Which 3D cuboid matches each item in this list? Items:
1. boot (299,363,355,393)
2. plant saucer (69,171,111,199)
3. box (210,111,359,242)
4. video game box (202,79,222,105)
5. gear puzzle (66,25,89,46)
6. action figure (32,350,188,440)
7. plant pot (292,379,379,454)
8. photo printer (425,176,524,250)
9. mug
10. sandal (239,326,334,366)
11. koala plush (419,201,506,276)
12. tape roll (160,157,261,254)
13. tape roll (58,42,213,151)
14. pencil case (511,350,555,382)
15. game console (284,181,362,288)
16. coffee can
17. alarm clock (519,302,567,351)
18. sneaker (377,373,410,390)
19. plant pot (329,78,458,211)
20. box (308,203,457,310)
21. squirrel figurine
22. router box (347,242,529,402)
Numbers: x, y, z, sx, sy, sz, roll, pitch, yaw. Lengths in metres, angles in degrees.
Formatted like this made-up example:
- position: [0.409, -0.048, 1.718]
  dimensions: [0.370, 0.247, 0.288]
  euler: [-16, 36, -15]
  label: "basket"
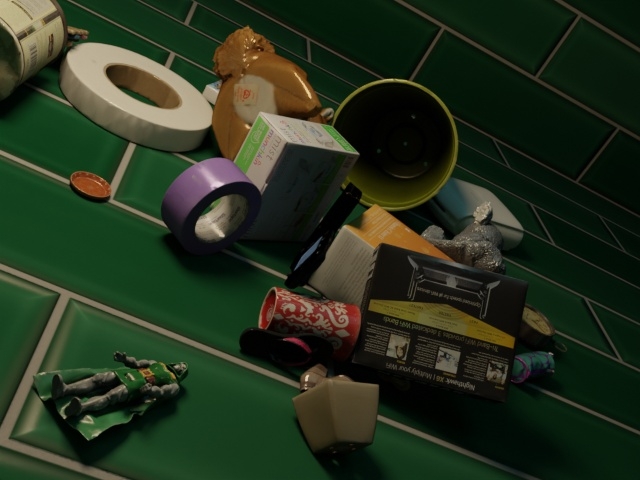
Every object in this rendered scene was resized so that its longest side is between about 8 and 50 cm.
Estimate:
- position: [0.016, 0.272, 1.383]
  dimensions: [0.118, 0.042, 0.087]
  euler: [31, 32, 0]
  label: "boot"
- position: [-0.460, -0.108, 1.547]
  dimensions: [0.084, 0.013, 0.083]
  euler: [25, 27, -14]
  label: "plant saucer"
- position: [-0.080, -0.131, 1.731]
  dimensions: [0.231, 0.262, 0.126]
  euler: [2, 38, -45]
  label: "box"
- position: [-0.226, -0.406, 2.305]
  dimensions: [0.205, 0.048, 0.187]
  euler: [34, 24, 3]
  label: "video game box"
- position: [-0.746, -0.527, 1.871]
  dimensions: [0.339, 0.044, 0.175]
  euler: [13, 13, -7]
  label: "gear puzzle"
- position: [-0.281, 0.210, 1.133]
  dimensions: [0.137, 0.063, 0.232]
  euler: [42, 23, 26]
  label: "action figure"
- position: [0.031, 0.295, 1.273]
  dimensions: [0.109, 0.109, 0.096]
  euler: [13, 56, -35]
  label: "plant pot"
- position: [0.470, -0.097, 2.468]
  dimensions: [0.308, 0.107, 0.256]
  euler: [14, 31, -34]
  label: "photo printer"
- position: [-0.031, 0.161, 1.482]
  dimensions: [0.169, 0.150, 0.113]
  euler: [18, 65, -19]
  label: "mug"
- position: [-0.058, 0.198, 1.392]
  dimensions: [0.179, 0.067, 0.040]
  euler: [12, 16, -22]
  label: "sandal"
- position: [0.374, 0.028, 1.860]
  dimensions: [0.203, 0.196, 0.221]
  euler: [0, 28, 35]
  label: "koala plush"
- position: [-0.217, -0.066, 1.543]
  dimensions: [0.189, 0.189, 0.080]
  euler: [-2, 40, -50]
  label: "tape roll"
- position: [-0.457, -0.362, 1.938]
  dimensions: [0.392, 0.072, 0.392]
  euler: [25, 27, -14]
  label: "tape roll"
- position: [0.500, 0.301, 1.842]
  dimensions: [0.152, 0.064, 0.070]
  euler: [1, 20, -47]
  label: "pencil case"
- position: [0.000, 0.000, 1.590]
  dimensions: [0.044, 0.213, 0.361]
  euler: [35, 16, -3]
  label: "game console"
- position: [-0.683, -0.428, 1.648]
  dimensions: [0.202, 0.201, 0.275]
  euler: [27, 26, -11]
  label: "coffee can"
- position: [0.562, 0.235, 2.031]
  dimensions: [0.192, 0.064, 0.129]
  euler: [34, 25, 9]
  label: "alarm clock"
- position: [0.143, 0.268, 1.545]
  dimensions: [0.083, 0.032, 0.037]
  euler: [41, 13, 7]
  label: "sneaker"
- position: [0.235, -0.285, 2.320]
  dimensions: [0.366, 0.366, 0.353]
  euler: [35, 13, 6]
  label: "plant pot"
- position: [0.184, 0.103, 1.716]
  dimensions: [0.345, 0.168, 0.215]
  euler: [37, 26, 8]
  label: "box"
- position: [-0.111, -0.364, 2.051]
  dimensions: [0.397, 0.281, 0.370]
  euler: [60, 20, 19]
  label: "squirrel figurine"
- position: [0.230, 0.162, 1.513]
  dimensions: [0.309, 0.242, 0.081]
  euler: [16, -14, -2]
  label: "router box"
